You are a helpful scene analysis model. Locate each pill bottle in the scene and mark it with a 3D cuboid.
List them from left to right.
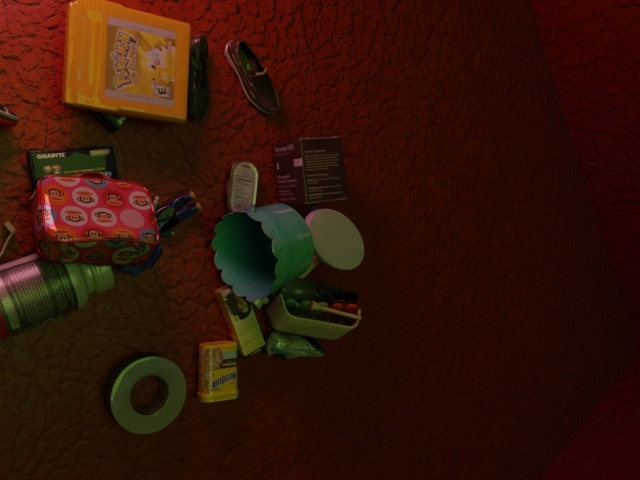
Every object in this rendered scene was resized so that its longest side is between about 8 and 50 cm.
[{"bbox_3d":[-0.692,0.117,1.564,0.319,0.176,0.176,-23,104,-32],"label":"pill bottle"},{"bbox_3d":[-0.178,0.160,1.995,0.120,0.067,0.067,-51,118,-23],"label":"pill bottle"}]

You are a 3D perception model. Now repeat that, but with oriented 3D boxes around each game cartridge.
[{"bbox_3d":[-0.505,-0.470,1.658,0.324,0.053,0.285,3,89,-37],"label":"game cartridge"}]

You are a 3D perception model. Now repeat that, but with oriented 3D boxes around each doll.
[{"bbox_3d":[-0.442,-0.074,1.814,0.189,0.046,0.129,-36,121,-22],"label":"doll"}]

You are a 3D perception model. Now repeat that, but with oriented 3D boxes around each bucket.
[{"bbox_3d":[-0.169,0.023,1.867,0.183,0.281,0.281,-22,105,-47],"label":"bucket"}]

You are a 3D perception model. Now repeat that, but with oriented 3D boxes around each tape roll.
[{"bbox_3d":[-0.495,0.430,1.778,0.219,0.072,0.219,-1,91,-35],"label":"tape roll"}]

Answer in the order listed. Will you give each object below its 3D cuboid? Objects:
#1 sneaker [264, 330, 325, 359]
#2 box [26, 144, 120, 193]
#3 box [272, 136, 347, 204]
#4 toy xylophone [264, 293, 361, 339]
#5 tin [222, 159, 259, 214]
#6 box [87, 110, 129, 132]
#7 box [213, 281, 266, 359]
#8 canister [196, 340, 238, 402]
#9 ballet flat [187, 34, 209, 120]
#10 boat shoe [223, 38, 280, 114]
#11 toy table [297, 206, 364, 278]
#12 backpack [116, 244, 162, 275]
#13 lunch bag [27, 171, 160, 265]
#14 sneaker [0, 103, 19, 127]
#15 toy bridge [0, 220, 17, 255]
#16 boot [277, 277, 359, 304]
[{"bbox_3d":[-0.086,0.354,2.068,0.237,0.085,0.086,17,108,-38],"label":"sneaker"},{"bbox_3d":[-0.646,-0.157,1.664,0.220,0.051,0.175,-11,98,-34],"label":"box"},{"bbox_3d":[-0.035,-0.222,2.021,0.167,0.168,0.203,-10,97,-34],"label":"box"},{"bbox_3d":[-0.004,0.241,2.021,0.323,0.236,0.081,19,54,-33],"label":"toy xylophone"},{"bbox_3d":[-0.246,-0.159,1.957,0.106,0.040,0.189,7,87,-39],"label":"tin"},{"bbox_3d":[-0.556,-0.409,1.703,0.147,0.078,0.180,47,66,-27],"label":"box"},{"bbox_3d":[-0.249,0.247,1.954,0.087,0.058,0.232,-28,108,-32],"label":"box"},{"bbox_3d":[-0.311,0.395,1.906,0.126,0.073,0.169,0,90,-36],"label":"canister"},{"bbox_3d":[-0.370,-0.478,1.851,0.084,0.058,0.249,-18,111,-70],"label":"ballet flat"},{"bbox_3d":[-0.201,-0.503,1.940,0.095,0.095,0.257,-49,117,-23],"label":"boat shoe"},{"bbox_3d":[0.000,0.000,2.038,0.274,0.161,0.252,44,57,-36],"label":"toy table"},{"bbox_3d":[-0.502,0.039,1.733,0.101,0.098,0.120,33,99,-31],"label":"backpack"},{"bbox_3d":[-0.567,-0.067,1.579,0.293,0.120,0.258,4,52,-36],"label":"lunch bag"},{"bbox_3d":[-0.871,-0.293,1.491,0.279,0.107,0.118,4,107,-32],"label":"sneaker"},{"bbox_3d":[-0.833,0.032,1.553,0.188,0.026,0.063,-44,116,-25],"label":"toy bridge"},{"bbox_3d":[-0.005,0.166,2.060,0.247,0.161,0.083,8,86,-35],"label":"boot"}]
